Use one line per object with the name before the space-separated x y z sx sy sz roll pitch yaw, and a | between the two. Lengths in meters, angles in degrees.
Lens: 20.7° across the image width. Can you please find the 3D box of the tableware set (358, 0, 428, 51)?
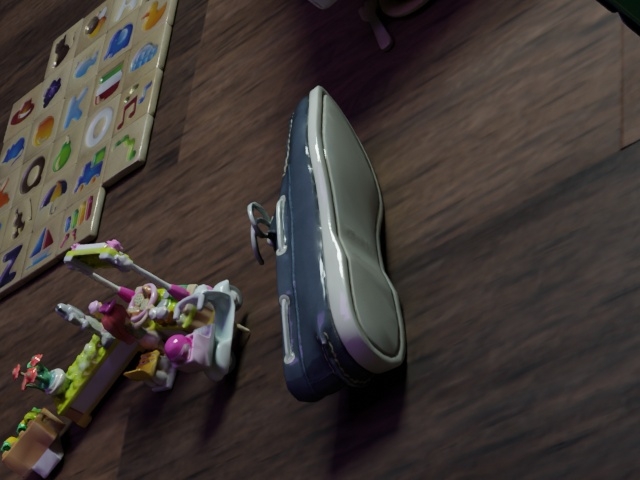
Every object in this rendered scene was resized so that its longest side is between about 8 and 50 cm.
tableware set | 0.055 -0.246 1.393 0.128 0.039 0.194 -48 32 17

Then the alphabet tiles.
alphabet tiles | -0.245 -0.109 1.737 0.285 0.011 0.343 -30 40 40

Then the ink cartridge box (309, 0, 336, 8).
ink cartridge box | 0.030 -0.410 1.404 0.279 0.160 0.385 -40 32 23

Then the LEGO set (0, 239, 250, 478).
LEGO set | -0.181 0.079 1.374 0.287 0.107 0.132 -29 41 40

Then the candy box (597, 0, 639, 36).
candy box | 0.290 -0.294 1.012 0.317 0.122 0.268 -34 38 36

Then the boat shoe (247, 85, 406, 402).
boat shoe | 0.000 0.000 1.202 0.079 0.095 0.255 -29 48 22
